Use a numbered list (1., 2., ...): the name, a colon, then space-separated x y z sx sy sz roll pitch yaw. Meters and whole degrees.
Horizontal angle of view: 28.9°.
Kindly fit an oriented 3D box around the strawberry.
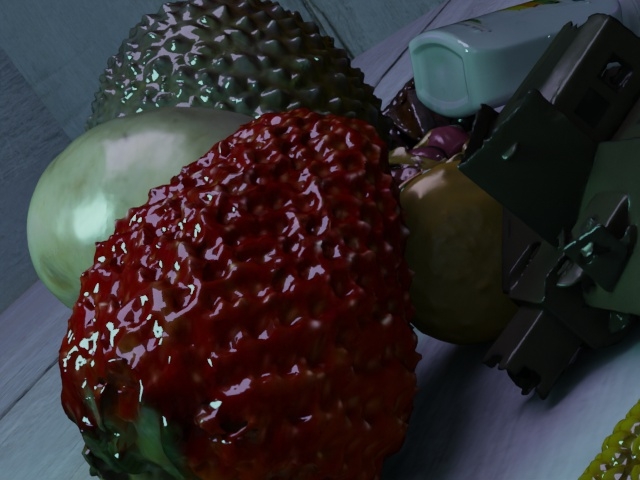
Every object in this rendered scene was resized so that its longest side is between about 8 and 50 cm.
1. strawberry: -0.057 0.057 0.966 0.312 0.267 0.351 138 149 -61

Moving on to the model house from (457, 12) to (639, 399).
1. model house: 0.186 -0.012 0.890 0.243 0.204 0.211 -55 15 -9

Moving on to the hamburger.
1. hamburger: 0.120 0.007 1.044 0.162 0.162 0.115 -36 10 -3

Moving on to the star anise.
1. star anise: 0.158 -0.185 1.756 0.315 0.108 0.315 -47 0 1

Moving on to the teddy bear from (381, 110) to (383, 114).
1. teddy bear: 0.035 -0.147 1.969 0.177 0.140 0.190 -32 3 31

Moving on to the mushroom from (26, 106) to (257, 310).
1. mushroom: -0.140 0.029 1.251 0.353 0.325 0.353 -45 2 2

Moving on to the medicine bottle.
1. medicine bottle: 0.263 -0.233 1.477 0.296 0.111 0.161 -17 19 -23

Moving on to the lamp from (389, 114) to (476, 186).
1. lamp: 0.126 -0.066 1.429 0.118 0.118 0.253 -26 12 40

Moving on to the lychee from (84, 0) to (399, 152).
1. lychee: -0.095 -0.121 1.567 0.432 0.380 0.380 20 44 25

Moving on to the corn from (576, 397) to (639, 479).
1. corn: 0.224 0.074 0.595 0.318 0.115 0.115 -40 12 -17
